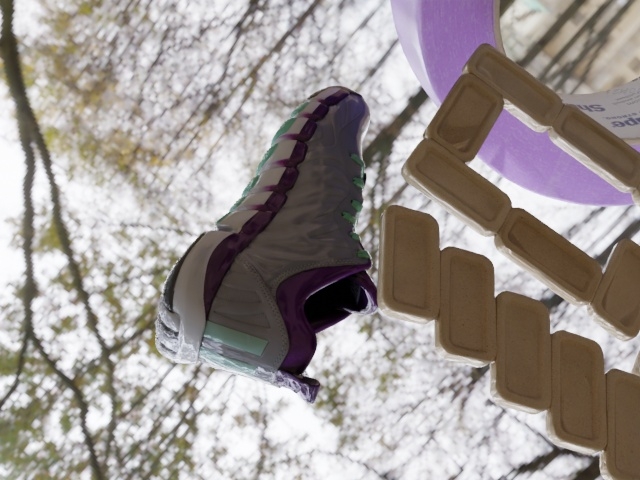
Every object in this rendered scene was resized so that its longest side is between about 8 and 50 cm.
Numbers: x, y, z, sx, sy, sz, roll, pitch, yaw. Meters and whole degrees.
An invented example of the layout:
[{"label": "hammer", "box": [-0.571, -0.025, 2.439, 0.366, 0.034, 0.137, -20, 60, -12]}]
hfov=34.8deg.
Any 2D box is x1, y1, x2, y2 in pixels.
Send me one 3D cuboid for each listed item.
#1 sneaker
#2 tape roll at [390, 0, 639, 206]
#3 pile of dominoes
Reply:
[{"label": "sneaker", "box": [0.000, 0.000, 0.576, 0.098, 0.083, 0.223, 23, -131, 11]}, {"label": "tape roll", "box": [0.184, -0.162, 0.623, 0.275, 0.275, 0.090, 32, -162, -22]}, {"label": "pile of dominoes", "box": [0.141, 0.033, 0.532, 0.251, 0.040, 0.196, 36, -127, -1]}]
